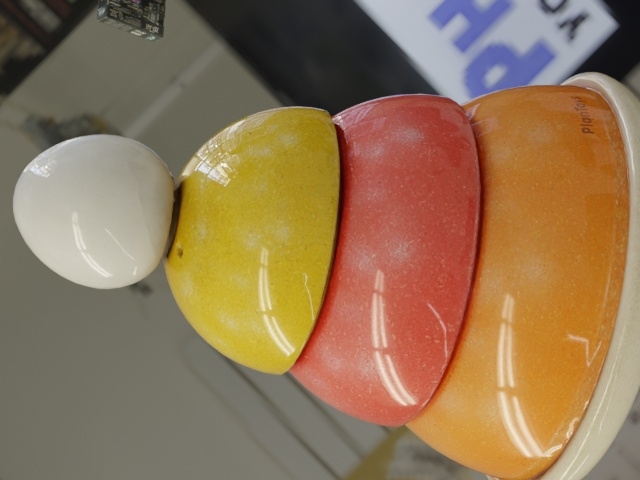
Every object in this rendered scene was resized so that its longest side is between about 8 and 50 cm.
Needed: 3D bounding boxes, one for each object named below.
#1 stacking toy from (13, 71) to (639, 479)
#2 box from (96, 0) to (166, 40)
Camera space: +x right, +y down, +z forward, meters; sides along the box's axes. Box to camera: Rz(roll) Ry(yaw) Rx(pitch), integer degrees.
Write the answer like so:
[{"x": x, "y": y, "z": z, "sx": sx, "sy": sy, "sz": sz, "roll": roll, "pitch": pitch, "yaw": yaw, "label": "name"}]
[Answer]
[{"x": 0.000, "y": 0.000, "z": 1.342, "sx": 0.480, "sy": 0.350, "sz": 0.350, "roll": 11, "pitch": -171, "yaw": -12, "label": "stacking toy"}, {"x": -0.214, "y": -0.270, "z": 1.947, "sx": 0.083, "sy": 0.067, "sz": 0.018, "roll": 16, "pitch": 161, "yaw": -42, "label": "box"}]
